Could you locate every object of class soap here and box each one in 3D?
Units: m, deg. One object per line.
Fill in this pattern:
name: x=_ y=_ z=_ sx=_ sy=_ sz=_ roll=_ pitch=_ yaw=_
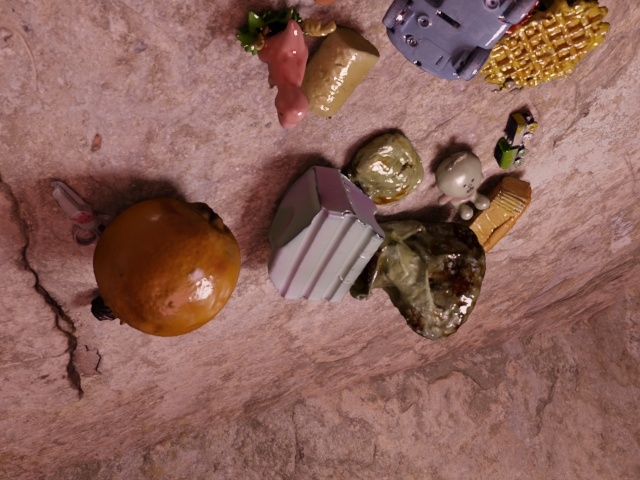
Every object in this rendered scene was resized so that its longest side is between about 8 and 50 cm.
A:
soap: x=0.000 y=0.000 z=1.582 sx=0.261 sy=0.156 sz=0.446 roll=6 pitch=147 yaw=-15

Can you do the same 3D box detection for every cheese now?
cheese: x=0.029 y=-0.336 z=1.192 sx=0.123 sy=0.094 sz=0.167 roll=10 pitch=136 yaw=-40

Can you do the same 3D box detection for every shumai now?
shumai: x=0.277 y=0.069 z=1.806 sx=0.348 sy=0.395 sz=0.395 roll=26 pitch=130 yaw=-19

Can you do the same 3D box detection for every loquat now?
loquat: x=-0.345 y=0.056 z=1.347 sx=0.328 sy=0.328 sz=0.328 roll=-16 pitch=149 yaw=-10

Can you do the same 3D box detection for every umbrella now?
umbrella: x=-0.469 y=0.130 z=1.599 sx=0.326 sy=0.094 sz=0.090 roll=-24 pitch=176 yaw=5

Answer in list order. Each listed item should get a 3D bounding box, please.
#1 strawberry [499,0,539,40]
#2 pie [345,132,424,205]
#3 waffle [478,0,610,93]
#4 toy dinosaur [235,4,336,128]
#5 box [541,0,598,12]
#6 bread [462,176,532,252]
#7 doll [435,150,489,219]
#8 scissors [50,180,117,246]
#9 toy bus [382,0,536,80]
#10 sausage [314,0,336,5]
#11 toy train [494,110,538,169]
strawberry: x=0.373 y=-0.482 z=1.194 sx=0.145 sy=0.086 sz=0.145 roll=-15 pitch=149 yaw=-9
pie: x=0.170 y=-0.169 z=1.548 sx=0.201 sy=0.090 sz=0.248 roll=-28 pitch=146 yaw=15
waffle: x=0.495 y=-0.438 z=1.329 sx=0.280 sy=0.060 sz=0.262 roll=0 pitch=149 yaw=-17
toy dinosaur: x=-0.073 y=-0.322 z=1.069 sx=0.152 sy=0.177 sz=0.194 roll=-3 pitch=142 yaw=-31
box: x=0.569 y=-0.500 z=1.348 sx=0.121 sy=0.030 sz=0.193 roll=-29 pitch=149 yaw=10
bread: x=0.552 y=-0.075 z=1.888 sx=0.119 sy=0.152 sz=0.288 roll=32 pitch=134 yaw=0
doll: x=0.393 y=-0.169 z=1.682 sx=0.155 sy=0.113 sz=0.275 roll=-35 pitch=141 yaw=4
scissors: x=-0.532 y=-0.059 z=1.323 sx=0.118 sy=0.030 sz=0.242 roll=-21 pitch=151 yaw=-5
toy bus: x=0.261 y=-0.449 z=1.045 sx=0.197 sy=0.232 sz=0.294 roll=32 pitch=144 yaw=-3
sausage: x=0.098 y=-0.502 z=0.986 sx=0.289 sy=0.086 sz=0.086 roll=-32 pitch=148 yaw=16
toy train: x=0.541 y=-0.277 z=1.647 sx=0.081 sy=0.060 sz=0.202 roll=-13 pitch=147 yaw=-5
